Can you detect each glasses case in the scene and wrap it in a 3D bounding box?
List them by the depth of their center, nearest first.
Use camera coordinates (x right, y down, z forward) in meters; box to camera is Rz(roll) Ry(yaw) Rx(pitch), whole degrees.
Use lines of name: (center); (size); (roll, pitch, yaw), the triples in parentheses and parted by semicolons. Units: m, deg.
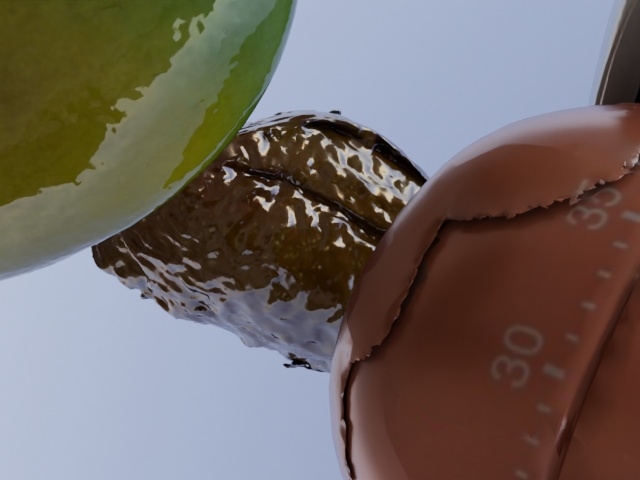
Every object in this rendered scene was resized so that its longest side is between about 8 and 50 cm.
glasses case: (0.150, -0.083, 0.520); (0.049, 0.193, 0.074); (17, -123, 15)

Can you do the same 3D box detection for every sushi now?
sushi: (0.000, 0.000, 0.676); (0.140, 0.287, 0.149); (-41, -147, 58)

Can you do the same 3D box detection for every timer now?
timer: (0.125, 0.064, 0.466); (0.215, 0.229, 0.229); (27, -96, 27)

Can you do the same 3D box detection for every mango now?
mango: (-0.119, -0.049, 0.400); (0.237, 0.137, 0.091); (-5, -155, 7)
